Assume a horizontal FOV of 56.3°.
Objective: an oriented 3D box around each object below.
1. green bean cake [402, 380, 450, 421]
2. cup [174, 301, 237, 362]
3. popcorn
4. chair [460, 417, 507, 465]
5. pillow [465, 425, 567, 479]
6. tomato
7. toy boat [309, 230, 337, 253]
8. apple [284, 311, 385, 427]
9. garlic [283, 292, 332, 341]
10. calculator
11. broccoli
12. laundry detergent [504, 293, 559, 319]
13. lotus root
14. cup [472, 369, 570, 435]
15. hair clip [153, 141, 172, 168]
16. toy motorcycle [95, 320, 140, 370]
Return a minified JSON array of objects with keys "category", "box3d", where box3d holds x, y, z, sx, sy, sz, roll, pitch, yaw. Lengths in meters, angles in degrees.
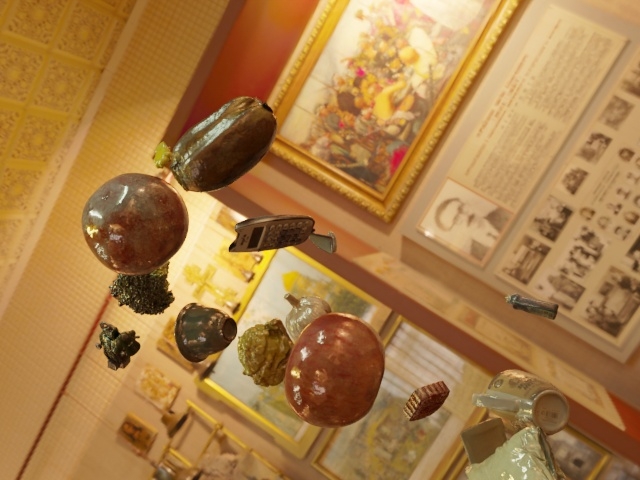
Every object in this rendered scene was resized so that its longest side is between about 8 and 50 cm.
[{"category":"green bean cake","box3d":[0.346,0.525,1.950,0.135,0.056,0.135,-6,-46,-31]},{"category":"cup","box3d":[-0.352,0.293,1.943,0.199,0.150,0.198,25,-120,-55]},{"category":"popcorn","box3d":[-0.180,0.389,2.126,0.251,0.237,0.205,-55,15,24]},{"category":"chair","box3d":[0.505,0.712,1.792,0.160,0.318,0.186,-15,-19,-16]},{"category":"pillow","box3d":[0.511,0.652,1.529,0.138,0.283,0.309,11,-50,-32]},{"category":"tomato","box3d":[-0.555,-0.050,1.810,0.316,0.317,0.282,-54,-36,-16]},{"category":"toy boat","box3d":[-0.001,0.000,2.140,0.034,0.122,0.096,-44,45,47]},{"category":"apple","box3d":[0.056,0.382,1.744,0.344,0.270,0.344,-49,-31,-43]},{"category":"garlic","box3d":[-0.073,0.289,2.434,0.219,0.212,0.218,-37,16,12]},{"category":"calculator","box3d":[-0.141,-0.021,1.812,0.268,0.040,0.177,-3,-30,-22]},{"category":"broccoli","box3d":[-0.644,0.131,2.167,0.247,0.263,0.243,-25,31,26]},{"category":"laundry detergent","box3d":[0.845,0.261,2.410,0.096,0.207,0.061,54,-127,-68]},{"category":"lotus root","box3d":[-0.220,-0.214,1.390,0.275,0.152,0.160,-37,-17,-5]},{"category":"cup","box3d":[0.675,0.551,2.021,0.257,0.302,0.227,127,150,-77]},{"category":"hair clip","box3d":[-0.523,-0.285,1.994,0.072,0.046,0.173,-44,27,10]},{"category":"toy motorcycle","box3d":[-0.835,0.445,2.486,0.124,0.187,0.274,-53,-13,-41]}]
